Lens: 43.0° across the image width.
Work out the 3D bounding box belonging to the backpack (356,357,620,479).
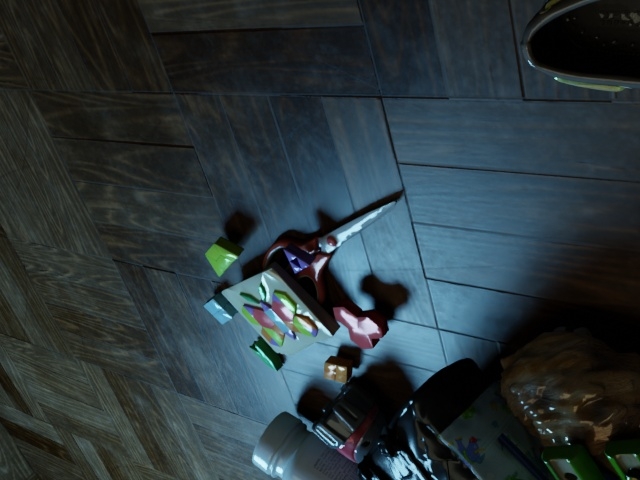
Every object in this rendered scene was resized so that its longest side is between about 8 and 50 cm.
[{"bbox_3d":[0.253,0.333,0.994,0.355,0.273,0.290,52,149,24],"label":"backpack"}]

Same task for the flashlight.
[{"bbox_3d":[0.131,0.341,1.214,0.304,0.103,0.103,39,100,2],"label":"flashlight"}]

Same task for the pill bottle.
[{"bbox_3d":[0.009,0.382,1.326,0.229,0.131,0.131,29,139,20],"label":"pill bottle"}]

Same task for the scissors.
[{"bbox_3d":[0.000,0.000,1.075,0.109,0.021,0.297,42,143,6],"label":"scissors"}]

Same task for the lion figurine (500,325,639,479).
[{"bbox_3d":[0.377,0.243,0.852,0.240,0.142,0.392,-35,91,37],"label":"lion figurine"}]

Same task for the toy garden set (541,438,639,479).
[{"bbox_3d":[0.364,0.275,0.776,0.244,0.049,0.204,-19,116,41],"label":"toy garden set"}]

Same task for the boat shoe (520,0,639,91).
[{"bbox_3d":[0.309,-0.159,0.592,0.324,0.097,0.117,10,130,36],"label":"boat shoe"}]

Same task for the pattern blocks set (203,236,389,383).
[{"bbox_3d":[-0.059,0.107,1.199,0.285,0.026,0.325,40,147,2],"label":"pattern blocks set"}]
